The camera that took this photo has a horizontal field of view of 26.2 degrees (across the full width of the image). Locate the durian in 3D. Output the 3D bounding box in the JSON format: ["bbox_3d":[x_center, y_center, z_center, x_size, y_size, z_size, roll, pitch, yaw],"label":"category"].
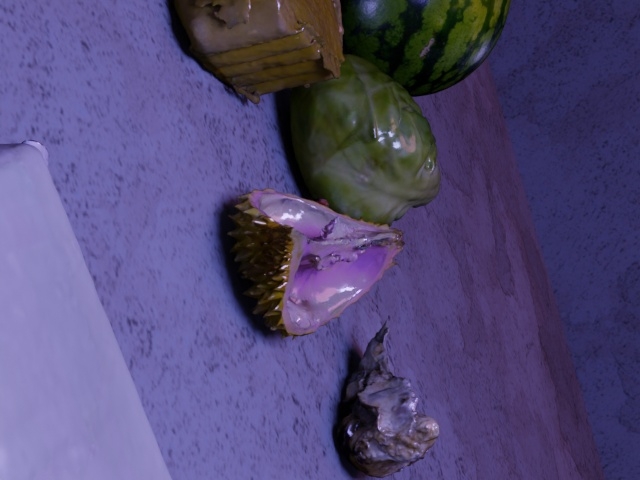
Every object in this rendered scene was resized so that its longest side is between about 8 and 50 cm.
[{"bbox_3d":[-0.009,0.017,1.337,0.165,0.132,0.182,65,32,-20],"label":"durian"}]

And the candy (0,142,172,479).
[{"bbox_3d":[-0.176,0.141,0.719,0.208,0.145,0.359,-43,114,-70],"label":"candy"}]

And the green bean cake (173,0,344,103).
[{"bbox_3d":[-0.070,-0.275,1.432,0.229,0.131,0.224,30,48,-69],"label":"green bean cake"}]

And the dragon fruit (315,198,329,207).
[{"bbox_3d":[-0.025,-0.006,1.442,0.056,0.060,0.083,-66,162,-75],"label":"dragon fruit"}]

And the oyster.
[{"bbox_3d":[0.068,0.189,1.505,0.233,0.107,0.161,-111,175,-79],"label":"oyster"}]

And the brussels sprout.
[{"bbox_3d":[0.045,-0.115,1.601,0.223,0.161,0.223,56,2,-3],"label":"brussels sprout"}]

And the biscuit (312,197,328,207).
[{"bbox_3d":[0.000,0.000,1.495,0.089,0.027,0.087,98,-29,-44],"label":"biscuit"}]

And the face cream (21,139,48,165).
[{"bbox_3d":[-0.205,-0.018,0.975,0.038,0.020,0.115,49,31,-53],"label":"face cream"}]

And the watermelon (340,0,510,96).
[{"bbox_3d":[0.095,-0.318,1.713,0.285,0.285,0.285,-17,90,-72],"label":"watermelon"}]
